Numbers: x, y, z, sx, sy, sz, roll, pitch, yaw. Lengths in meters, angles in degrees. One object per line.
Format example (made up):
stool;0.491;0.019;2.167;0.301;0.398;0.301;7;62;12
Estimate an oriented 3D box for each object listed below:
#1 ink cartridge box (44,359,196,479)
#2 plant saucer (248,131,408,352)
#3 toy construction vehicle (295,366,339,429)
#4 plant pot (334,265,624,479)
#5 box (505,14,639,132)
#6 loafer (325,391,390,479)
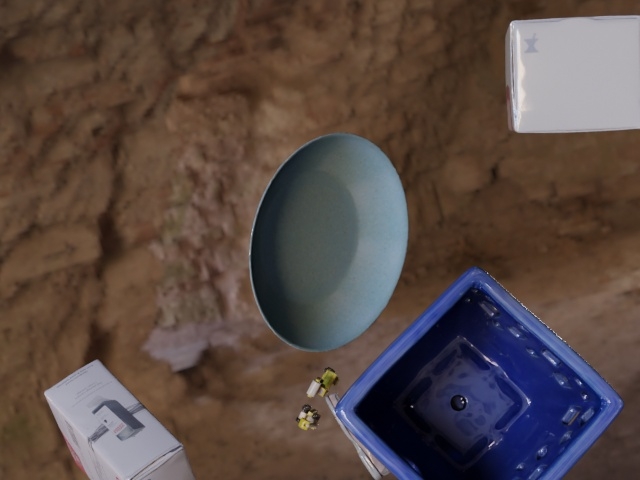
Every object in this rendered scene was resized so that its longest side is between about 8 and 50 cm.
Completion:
ink cartridge box;-0.256;0.283;1.754;0.092;0.159;0.218;-33;46;-21
plant saucer;0.000;0.000;1.171;0.195;0.195;0.037;-21;23;-39
toy construction vehicle;-0.001;0.226;1.884;0.035;0.086;0.098;29;4;9
plant pot;0.174;0.190;1.539;0.236;0.236;0.212;-46;-3;-3
box;0.294;-0.191;1.559;0.148;0.127;0.232;-1;5;7
loafer;0.053;0.242;1.677;0.039;0.125;0.045;-32;-5;1
